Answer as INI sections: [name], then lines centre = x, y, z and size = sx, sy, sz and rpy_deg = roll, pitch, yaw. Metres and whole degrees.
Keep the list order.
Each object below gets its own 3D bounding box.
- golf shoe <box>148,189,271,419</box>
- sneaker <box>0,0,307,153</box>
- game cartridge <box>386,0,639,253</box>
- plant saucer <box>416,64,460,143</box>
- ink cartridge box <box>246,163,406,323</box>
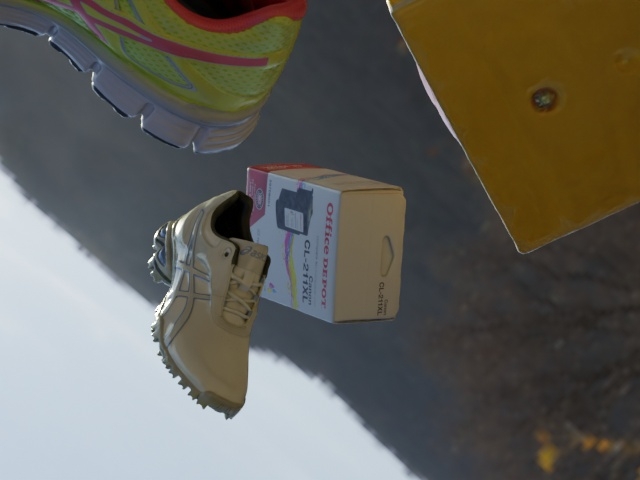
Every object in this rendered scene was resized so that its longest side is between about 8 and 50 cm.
[golf shoe]
centre = -0.070, 0.037, 1.237
size = 0.069, 0.086, 0.176
rpy_deg = 26, -144, -38
[sneaker]
centre = -0.094, -0.124, 0.709
size = 0.208, 0.094, 0.081
rpy_deg = 30, -132, -16
[game cartridge]
centre = 0.259, -0.165, 1.549
size = 0.285, 0.323, 0.053
rpy_deg = 59, -169, -32
[plant saucer]
centre = 0.194, -0.222, 1.719
size = 0.084, 0.332, 0.332
rpy_deg = 10, 164, 42
[ink cartridge box]
centre = 0.000, 0.000, 1.714
size = 0.072, 0.127, 0.175
rpy_deg = -2, -170, -31
